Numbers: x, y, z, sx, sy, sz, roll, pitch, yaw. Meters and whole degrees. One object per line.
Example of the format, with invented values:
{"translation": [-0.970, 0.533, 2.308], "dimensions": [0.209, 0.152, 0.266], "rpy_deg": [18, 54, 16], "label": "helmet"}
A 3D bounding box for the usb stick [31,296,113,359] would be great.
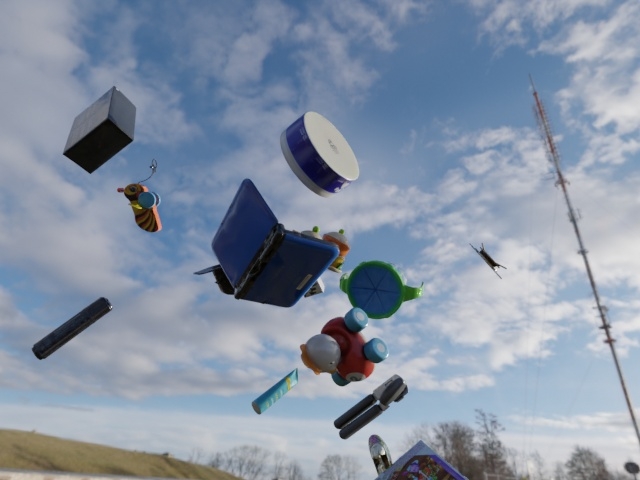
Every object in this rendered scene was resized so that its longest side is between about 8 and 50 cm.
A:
{"translation": [-0.869, 0.305, 1.455], "dimensions": [0.077, 0.278, 0.045], "rpy_deg": [34, -29, 31], "label": "usb stick"}

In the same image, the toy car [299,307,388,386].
{"translation": [0.035, 0.351, 1.244], "dimensions": [0.238, 0.210, 0.219], "rpy_deg": [-12, -28, -47], "label": "toy car"}

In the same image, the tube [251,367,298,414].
{"translation": [-0.157, 0.553, 1.513], "dimensions": [0.052, 0.207, 0.080], "rpy_deg": [28, -50, 33], "label": "tube"}

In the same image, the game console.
{"translation": [-0.130, 0.020, 1.077], "dimensions": [0.251, 0.173, 0.293], "rpy_deg": [15, -44, -25], "label": "game console"}

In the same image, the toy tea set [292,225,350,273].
{"translation": [0.000, 0.000, 1.201], "dimensions": [0.200, 0.124, 0.336], "rpy_deg": [27, 1, -3], "label": "toy tea set"}

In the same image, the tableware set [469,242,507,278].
{"translation": [0.573, 0.058, 1.400], "dimensions": [0.039, 0.194, 0.128], "rpy_deg": [-42, -94, 14], "label": "tableware set"}

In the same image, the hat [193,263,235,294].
{"translation": [-0.294, 0.130, 1.538], "dimensions": [0.332, 0.133, 0.331], "rpy_deg": [-16, 0, 0], "label": "hat"}

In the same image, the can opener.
{"translation": [0.159, 0.535, 1.341], "dimensions": [0.284, 0.076, 0.095], "rpy_deg": [-38, -40, 2], "label": "can opener"}

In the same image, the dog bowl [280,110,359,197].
{"translation": [0.002, -0.273, 1.312], "dimensions": [0.104, 0.264, 0.265], "rpy_deg": [-33, -48, 29], "label": "dog bowl"}

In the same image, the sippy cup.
{"translation": [0.251, 0.182, 1.693], "dimensions": [0.306, 0.224, 0.240], "rpy_deg": [41, -70, 14], "label": "sippy cup"}

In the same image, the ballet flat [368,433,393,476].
{"translation": [0.231, 0.838, 1.545], "dimensions": [0.077, 0.221, 0.079], "rpy_deg": [-32, -37, 15], "label": "ballet flat"}

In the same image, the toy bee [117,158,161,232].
{"translation": [-0.772, -0.180, 1.762], "dimensions": [0.163, 0.297, 0.195], "rpy_deg": [-3, -15, -6], "label": "toy bee"}

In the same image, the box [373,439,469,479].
{"translation": [0.163, 0.532, 0.758], "dimensions": [0.201, 0.294, 0.057], "rpy_deg": [25, -49, 50], "label": "box"}

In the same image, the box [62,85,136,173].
{"translation": [-0.693, -0.357, 1.314], "dimensions": [0.184, 0.261, 0.103], "rpy_deg": [-36, -47, 11], "label": "box"}

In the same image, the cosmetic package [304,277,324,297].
{"translation": [-0.073, 0.142, 1.875], "dimensions": [0.099, 0.060, 0.238], "rpy_deg": [-20, -68, 13], "label": "cosmetic package"}
